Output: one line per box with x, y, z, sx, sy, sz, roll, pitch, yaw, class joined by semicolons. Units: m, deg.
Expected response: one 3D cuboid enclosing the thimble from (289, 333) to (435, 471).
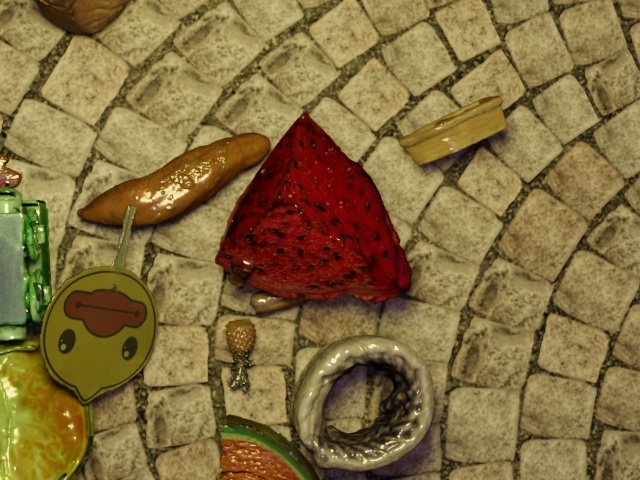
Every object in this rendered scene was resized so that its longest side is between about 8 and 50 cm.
0.067;0.275;1.713;0.245;0.157;0.217;-41;91;-6;thimble

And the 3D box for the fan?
-0.347;0.105;1.644;0.229;0.011;0.335;13;89;-48;fan

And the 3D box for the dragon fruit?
0.000;0.000;1.665;0.330;0.240;0.302;38;99;2;dragon fruit

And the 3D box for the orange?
-0.532;0.288;1.616;0.334;0.196;0.262;-5;90;-24;orange

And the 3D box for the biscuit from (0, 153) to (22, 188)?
-0.578;-0.117;1.711;0.119;0.019;0.130;-26;92;-6;biscuit

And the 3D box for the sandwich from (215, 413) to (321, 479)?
-0.085;0.406;1.738;0.235;0.079;0.159;26;97;-2;sandwich

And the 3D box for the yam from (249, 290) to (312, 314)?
0.004;0.075;1.761;0.264;0.046;0.046;-16;91;-6;yam

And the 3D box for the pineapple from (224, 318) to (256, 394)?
-0.137;0.201;1.748;0.058;0.058;0.124;-1;103;-6;pineapple

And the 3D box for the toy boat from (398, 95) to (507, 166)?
0.229;-0.187;1.755;0.188;0.116;0.061;-25;99;-7;toy boat

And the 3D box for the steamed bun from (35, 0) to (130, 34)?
-0.378;-0.510;1.638;0.199;0.251;0.301;36;82;6;steamed bun

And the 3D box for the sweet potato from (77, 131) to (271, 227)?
-0.240;-0.090;1.710;0.354;0.106;0.095;-23;126;-5;sweet potato

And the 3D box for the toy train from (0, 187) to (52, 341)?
-0.500;0.039;1.633;0.132;0.188;0.243;-2;90;-7;toy train
